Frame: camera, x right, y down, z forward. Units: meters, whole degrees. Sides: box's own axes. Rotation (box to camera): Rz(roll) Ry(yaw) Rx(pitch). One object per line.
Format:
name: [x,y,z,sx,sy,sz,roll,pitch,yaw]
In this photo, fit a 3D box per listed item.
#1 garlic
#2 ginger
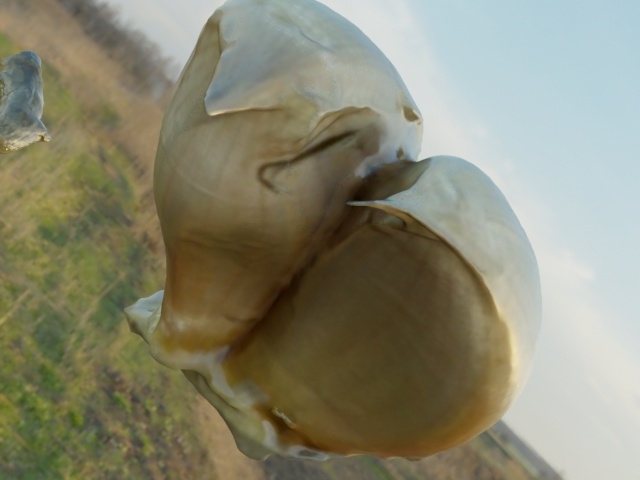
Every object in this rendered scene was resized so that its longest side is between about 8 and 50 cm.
garlic: [0.000,0.000,0.652,0.286,0.249,0.313,59,-39,31]
ginger: [-0.282,-0.124,0.937,0.137,0.044,0.057,-98,163,-45]
